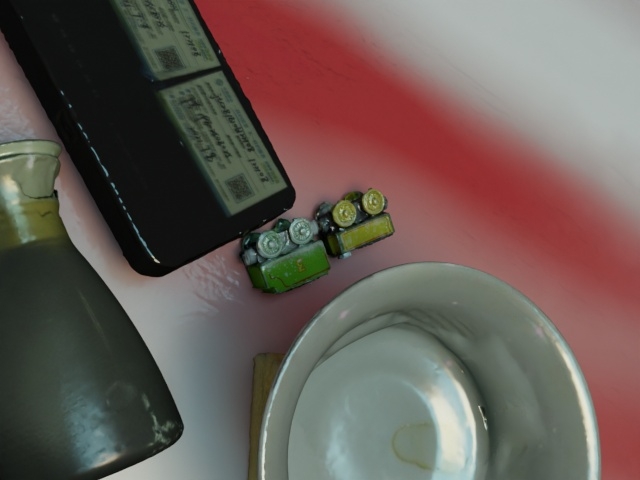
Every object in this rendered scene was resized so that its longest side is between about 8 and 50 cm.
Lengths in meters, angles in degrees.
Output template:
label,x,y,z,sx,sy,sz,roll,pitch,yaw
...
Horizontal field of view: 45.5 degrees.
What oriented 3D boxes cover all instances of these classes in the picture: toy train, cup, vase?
label,x,y,z,sx,sy,sz,roll,pitch,yaw
toy train,0.000,0.000,0.913,0.202,0.060,0.081,-23,100,-24
cup,0.081,0.203,0.738,0.347,0.163,0.347,4,78,-22
vase,-0.262,0.070,0.740,0.173,0.173,0.321,-17,83,-25

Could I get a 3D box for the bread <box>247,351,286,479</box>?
label,x,y,z,sx,sy,sz,roll,pitch,yaw
bread,0.043,0.257,0.865,0.239,0.111,0.246,7,80,-22

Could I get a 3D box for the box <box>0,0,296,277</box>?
label,x,y,z,sx,sy,sz,roll,pitch,yaw
box,-0.183,-0.150,0.822,0.211,0.058,0.350,-28,90,-40
